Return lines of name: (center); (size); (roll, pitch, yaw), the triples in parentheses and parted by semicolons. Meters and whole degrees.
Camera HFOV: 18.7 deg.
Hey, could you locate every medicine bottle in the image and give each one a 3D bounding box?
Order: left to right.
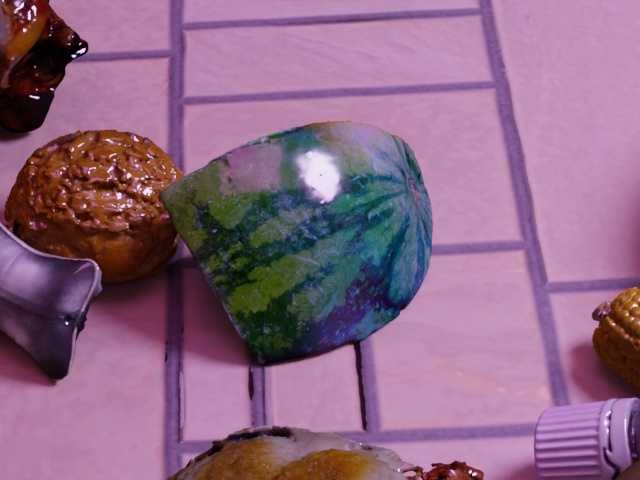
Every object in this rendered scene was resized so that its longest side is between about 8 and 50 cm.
medicine bottle: (0.243, 0.134, 1.265); (0.203, 0.083, 0.083); (-5, 39, 25)

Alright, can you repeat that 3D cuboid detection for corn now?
corn: (0.271, 0.098, 1.348); (0.068, 0.068, 0.207); (-32, 49, -29)

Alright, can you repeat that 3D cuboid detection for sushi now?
sushi: (-0.297, -0.184, 1.565); (0.212, 0.227, 0.215); (-10, 48, -18)

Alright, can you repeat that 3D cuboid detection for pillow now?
pillow: (-0.222, 0.037, 1.424); (0.135, 0.091, 0.055); (26, 39, 25)

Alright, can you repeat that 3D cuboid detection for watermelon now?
watermelon: (0.009, 0.003, 1.449); (0.231, 0.128, 0.146); (-18, 63, -20)

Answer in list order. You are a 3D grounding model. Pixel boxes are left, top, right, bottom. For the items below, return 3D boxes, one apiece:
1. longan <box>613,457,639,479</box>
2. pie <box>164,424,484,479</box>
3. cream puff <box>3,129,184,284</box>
longan: (0.265, 0.228, 1.081); (0.300, 0.243, 0.300); (-22, 27, 12)
pie: (-0.041, 0.216, 1.223); (0.257, 0.105, 0.274); (14, 40, 37)
cream puff: (-0.169, -0.030, 1.478); (0.144, 0.103, 0.126); (2, 44, 6)
